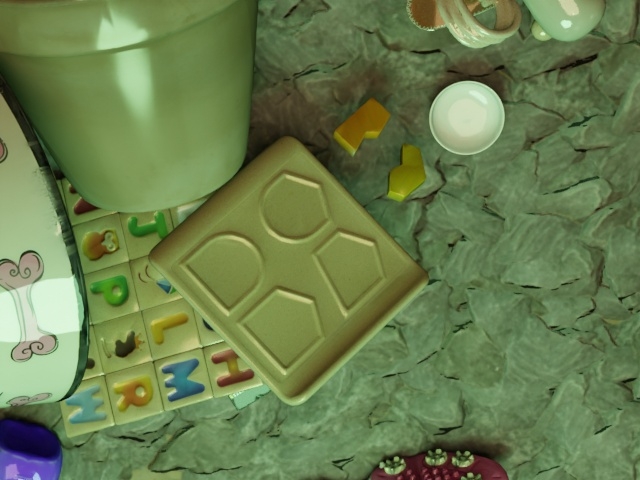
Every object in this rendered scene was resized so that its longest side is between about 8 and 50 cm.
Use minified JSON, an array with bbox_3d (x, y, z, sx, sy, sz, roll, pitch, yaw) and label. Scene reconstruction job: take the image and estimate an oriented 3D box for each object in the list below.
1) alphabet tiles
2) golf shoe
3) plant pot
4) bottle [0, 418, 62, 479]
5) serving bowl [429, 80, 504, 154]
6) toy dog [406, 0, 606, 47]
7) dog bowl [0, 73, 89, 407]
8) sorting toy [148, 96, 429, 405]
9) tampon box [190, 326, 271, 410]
[{"bbox_3d":[-0.201,0.050,1.820,0.343,0.011,0.285,-16,77,10],"label":"alphabet tiles"},{"bbox_3d":[0.080,0.338,1.955,0.306,0.115,0.140,-16,117,10],"label":"golf shoe"},{"bbox_3d":[-0.195,-0.193,1.704,0.323,0.323,0.280,-9,122,1],"label":"plant pot"},{"bbox_3d":[-0.379,0.352,1.932,0.092,0.118,0.283,16,106,-16],"label":"bottle"},{"bbox_3d":[0.161,-0.138,1.850,0.083,0.027,0.083,0,106,-2],"label":"serving bowl"},{"bbox_3d":[0.123,-0.308,1.727,0.220,0.161,0.333,-23,74,-33],"label":"toy dog"},{"bbox_3d":[-0.394,-0.003,1.671,0.150,0.408,0.408,-22,108,-28],"label":"dog bowl"},{"bbox_3d":[0.000,0.000,1.777,0.229,0.041,0.307,45,71,8],"label":"sorting toy"},{"bbox_3d":[-0.051,0.092,1.862,0.161,0.120,0.101,-31,105,6],"label":"tampon box"}]
